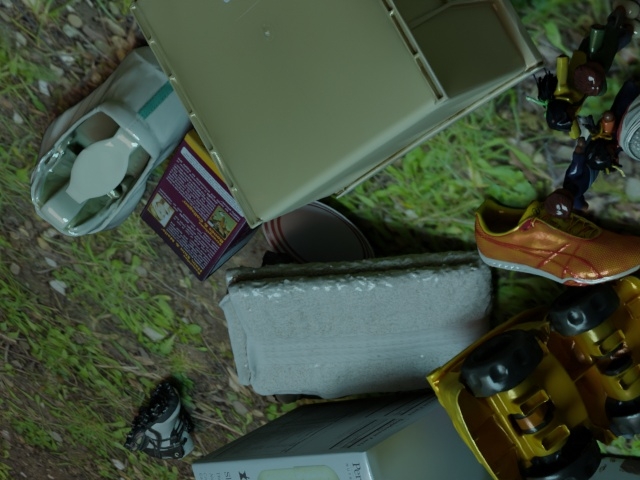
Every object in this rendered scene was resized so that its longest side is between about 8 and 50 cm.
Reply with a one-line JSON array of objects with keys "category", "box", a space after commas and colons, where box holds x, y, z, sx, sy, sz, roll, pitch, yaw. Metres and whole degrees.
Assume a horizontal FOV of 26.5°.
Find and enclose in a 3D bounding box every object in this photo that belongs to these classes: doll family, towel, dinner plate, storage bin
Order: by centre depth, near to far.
[{"category": "storage bin", "box": [-0.005, -0.180, 1.096, 0.262, 0.123, 0.260, -31, 87, 48]}, {"category": "doll family", "box": [0.218, -0.097, 1.097, 0.076, 0.111, 0.193, 7, 137, 35]}, {"category": "towel", "box": [0.042, 0.091, 1.421, 0.282, 0.049, 0.187, -5, 137, 4]}, {"category": "dinner plate", "box": [0.000, 0.000, 1.479, 0.141, 0.017, 0.141, 23, 144, 18]}]

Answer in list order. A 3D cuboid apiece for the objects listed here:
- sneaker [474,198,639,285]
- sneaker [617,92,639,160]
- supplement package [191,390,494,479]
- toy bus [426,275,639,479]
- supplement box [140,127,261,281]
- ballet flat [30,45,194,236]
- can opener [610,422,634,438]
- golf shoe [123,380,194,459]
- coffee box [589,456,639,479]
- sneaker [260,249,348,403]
[{"category": "sneaker", "box": [0.218, -0.001, 1.258, 0.175, 0.064, 0.067, 7, 127, 30]}, {"category": "sneaker", "box": [0.335, -0.075, 1.016, 0.225, 0.092, 0.088, 4, 135, 21]}, {"category": "supplement package", "box": [0.037, 0.294, 1.492, 0.263, 0.198, 0.199, -13, 96, 42]}, {"category": "toy bus", "box": [0.219, 0.131, 1.335, 0.149, 0.220, 0.211, 57, 172, -11]}, {"category": "supplement box", "box": [-0.108, -0.051, 1.438, 0.104, 0.081, 0.188, 46, 146, 4]}, {"category": "ballet flat", "box": [-0.251, -0.080, 1.494, 0.139, 0.139, 0.400, 41, 145, -9]}, {"category": "can opener", "box": [0.324, 0.174, 1.382, 0.186, 0.073, 0.059, -18, 112, 39]}, {"category": "golf shoe", "box": [-0.213, 0.261, 1.929, 0.094, 0.077, 0.198, 27, 153, -7]}, {"category": "coffee box", "box": [0.291, 0.335, 1.544, 0.297, 0.119, 0.168, 0, 133, 40]}, {"category": "sneaker", "box": [-0.015, 0.098, 1.543, 0.108, 0.100, 0.271, 3, 148, 14]}]
